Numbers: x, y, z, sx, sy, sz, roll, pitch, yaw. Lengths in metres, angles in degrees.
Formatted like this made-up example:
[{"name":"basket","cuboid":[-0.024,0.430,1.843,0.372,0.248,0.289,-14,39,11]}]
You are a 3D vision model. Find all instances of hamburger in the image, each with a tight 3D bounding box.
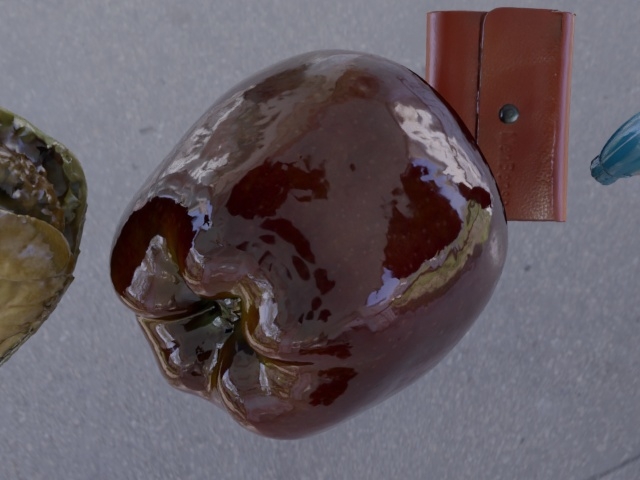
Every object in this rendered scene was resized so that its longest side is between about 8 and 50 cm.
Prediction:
[{"name":"hamburger","cuboid":[-0.307,0.004,0.771,0.283,0.259,0.144,-30,45,29]}]

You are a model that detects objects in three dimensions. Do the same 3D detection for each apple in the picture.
[{"name":"apple","cuboid":[0.000,0.000,0.855,0.288,0.288,0.317,32,42,18]}]

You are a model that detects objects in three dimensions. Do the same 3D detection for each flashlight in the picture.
[{"name":"flashlight","cuboid":[0.265,-0.089,0.844,0.051,0.129,0.051,19,52,-26]}]

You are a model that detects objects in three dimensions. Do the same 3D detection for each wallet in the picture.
[{"name":"wallet","cuboid":[0.170,-0.119,1.030,0.142,0.045,0.204,2,94,4]}]
